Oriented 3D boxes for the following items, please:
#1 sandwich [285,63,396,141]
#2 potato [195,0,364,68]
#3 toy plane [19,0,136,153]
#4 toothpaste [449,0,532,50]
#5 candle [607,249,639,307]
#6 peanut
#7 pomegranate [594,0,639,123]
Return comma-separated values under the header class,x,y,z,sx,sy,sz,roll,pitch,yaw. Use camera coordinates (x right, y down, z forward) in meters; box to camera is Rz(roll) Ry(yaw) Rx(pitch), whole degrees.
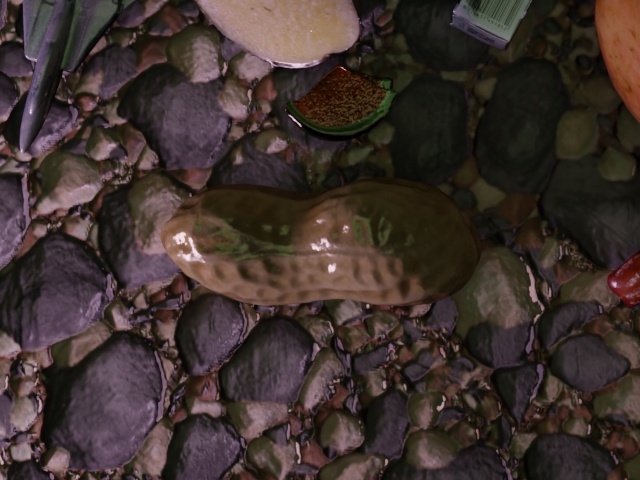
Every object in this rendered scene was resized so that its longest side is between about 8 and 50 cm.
class,x,y,z,sx,sy,sz,roll,pitch,yaw
sandwich,0.024,-0.130,1.839,0.101,0.026,0.069,-38,83,-2
potato,-0.030,-0.264,1.782,0.182,0.202,0.117,5,57,30
toy plane,-0.239,-0.212,1.829,0.212,0.088,0.267,17,98,4
toothpaste,0.225,-0.343,1.804,0.067,0.081,0.337,28,90,2
candle,0.415,-0.039,1.808,0.329,0.048,0.051,-35,74,2
peanut,0.000,0.000,1.782,0.298,0.136,0.120,-1,55,4
pomegranate,0.404,-0.208,1.686,0.322,0.322,0.322,0,89,3
